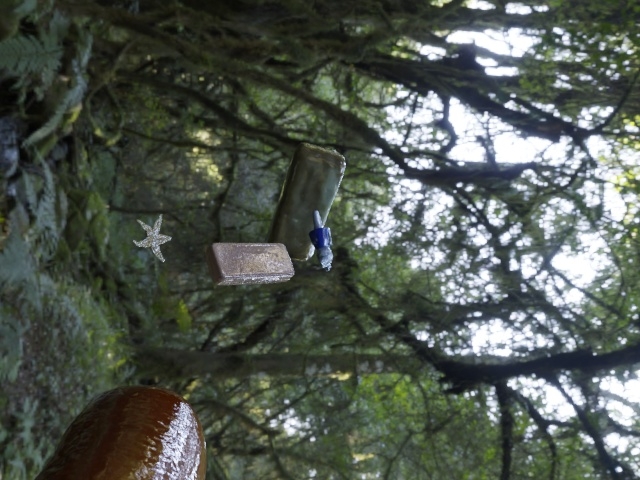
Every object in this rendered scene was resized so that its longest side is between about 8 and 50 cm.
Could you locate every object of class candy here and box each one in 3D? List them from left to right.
[{"bbox_3d":[-0.030,-0.072,1.145,0.102,0.104,0.234,-103,-149,-73],"label":"candy"}]

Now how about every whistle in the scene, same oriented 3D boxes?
[{"bbox_3d":[0.000,0.000,0.775,0.033,0.029,0.083,37,39,-68],"label":"whistle"}]

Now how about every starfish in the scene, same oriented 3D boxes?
[{"bbox_3d":[-0.294,0.001,1.027,0.016,0.092,0.086,-4,-80,28],"label":"starfish"}]

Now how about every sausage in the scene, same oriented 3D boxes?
[{"bbox_3d":[-0.110,0.145,0.306,0.300,0.089,0.084,-130,-143,-79],"label":"sausage"}]

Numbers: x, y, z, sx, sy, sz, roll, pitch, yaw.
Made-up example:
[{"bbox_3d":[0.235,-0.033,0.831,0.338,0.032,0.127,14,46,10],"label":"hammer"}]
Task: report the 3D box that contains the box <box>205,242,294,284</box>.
[{"bbox_3d":[-0.082,0.027,0.685,0.025,0.115,0.048,-38,-114,35],"label":"box"}]
